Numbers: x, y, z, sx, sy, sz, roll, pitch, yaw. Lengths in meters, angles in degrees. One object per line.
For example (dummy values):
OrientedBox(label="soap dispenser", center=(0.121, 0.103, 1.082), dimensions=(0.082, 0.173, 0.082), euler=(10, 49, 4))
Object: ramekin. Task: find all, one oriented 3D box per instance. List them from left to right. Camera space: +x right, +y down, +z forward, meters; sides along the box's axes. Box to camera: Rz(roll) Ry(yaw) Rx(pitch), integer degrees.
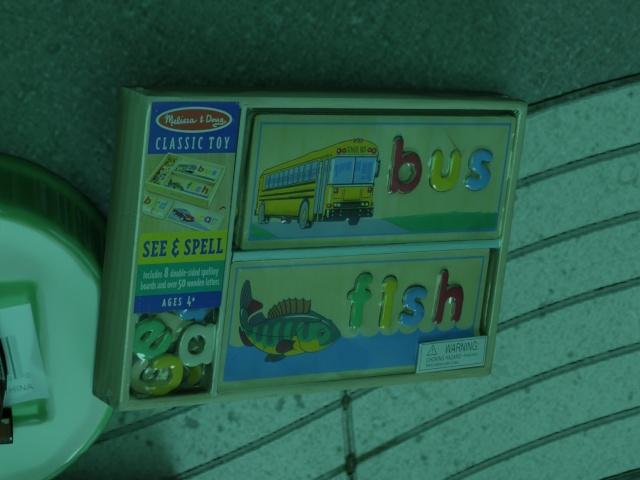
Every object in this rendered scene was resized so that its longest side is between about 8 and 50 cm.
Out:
OrientedBox(label="ramekin", center=(-0.308, 0.082, 1.601), dimensions=(0.303, 0.148, 0.303), euler=(-3, 104, -11))

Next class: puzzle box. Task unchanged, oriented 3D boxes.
OrientedBox(label="puzzle box", center=(0.000, 0.000, 1.614), dimensions=(0.409, 0.052, 0.272), euler=(-3, 105, -35))

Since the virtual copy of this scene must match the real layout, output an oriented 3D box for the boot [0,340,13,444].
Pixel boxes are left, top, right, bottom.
OrientedBox(label="boot", center=(-0.316, 0.128, 1.516), dimensions=(0.114, 0.037, 0.106), euler=(-4, 102, -6))
